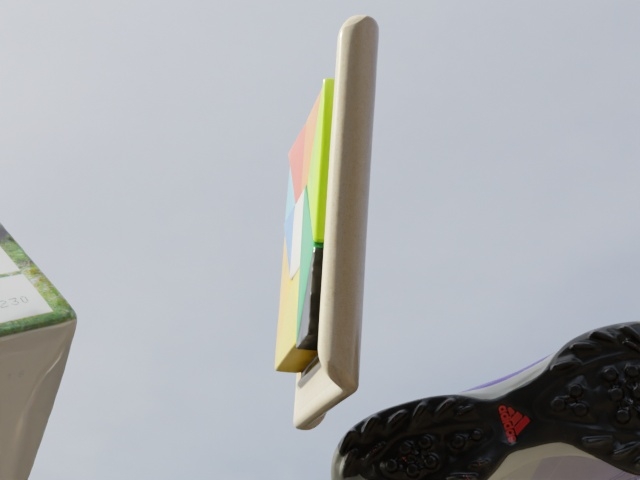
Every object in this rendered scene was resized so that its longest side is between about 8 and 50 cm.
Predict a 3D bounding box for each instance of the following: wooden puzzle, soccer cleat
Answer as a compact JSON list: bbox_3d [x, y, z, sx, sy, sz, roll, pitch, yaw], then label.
[{"bbox_3d":[0.000,0.000,0.848,0.044,0.221,0.239,4,-15,-3],"label":"wooden puzzle"},{"bbox_3d":[0.168,0.139,0.947,0.318,0.109,0.116,-18,-23,8],"label":"soccer cleat"}]

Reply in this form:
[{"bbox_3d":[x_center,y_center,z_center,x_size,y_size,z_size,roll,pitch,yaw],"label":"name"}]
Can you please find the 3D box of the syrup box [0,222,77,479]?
[{"bbox_3d":[-0.206,0.000,0.526,0.093,0.237,0.096,-12,-45,-45],"label":"syrup box"}]
